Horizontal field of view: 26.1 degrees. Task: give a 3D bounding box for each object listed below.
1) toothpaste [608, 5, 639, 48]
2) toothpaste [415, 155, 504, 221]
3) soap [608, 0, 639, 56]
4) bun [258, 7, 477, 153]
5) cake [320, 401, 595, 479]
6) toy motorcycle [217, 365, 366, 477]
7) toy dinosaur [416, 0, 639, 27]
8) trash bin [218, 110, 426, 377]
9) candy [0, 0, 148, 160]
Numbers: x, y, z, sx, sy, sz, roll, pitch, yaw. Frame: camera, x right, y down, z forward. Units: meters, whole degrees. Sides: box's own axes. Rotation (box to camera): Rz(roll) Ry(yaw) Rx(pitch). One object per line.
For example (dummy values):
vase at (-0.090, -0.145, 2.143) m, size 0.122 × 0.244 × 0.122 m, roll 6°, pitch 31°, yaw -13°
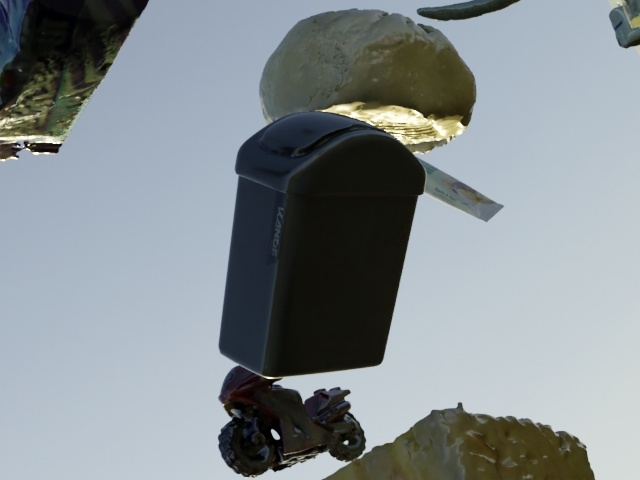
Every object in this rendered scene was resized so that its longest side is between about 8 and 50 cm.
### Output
toothpaste at (0.413, -0.253, 1.403) m, size 0.239 × 0.062 × 0.039 m, roll -18°, pitch -41°, yaw 10°
toothpaste at (0.134, -0.110, 2.150) m, size 0.058 × 0.314 × 0.056 m, roll -57°, pitch -18°, yaw -15°
soap at (0.512, -0.354, 2.064) m, size 0.087 × 0.160 × 0.265 m, roll -43°, pitch -61°, yaw -11°
bun at (0.050, -0.194, 1.655) m, size 0.259 × 0.259 × 0.152 m, roll 17°, pitch -108°, yaw -64°
cake at (0.099, 0.303, 1.159) m, size 0.227 × 0.222 × 0.286 m, roll 16°, pitch -43°, yaw -43°
toy motorcycle at (-0.038, 0.194, 1.509) m, size 0.082 × 0.122 × 0.213 m, roll -30°, pitch -21°, yaw 38°
toy dinosaur at (0.237, -0.263, 1.128) m, size 0.393 × 0.205 × 0.092 m, roll -29°, pitch -7°, yaw -9°
trash bin at (0.000, 0.000, 1.278) m, size 0.176 × 0.101 × 0.236 m, roll -1°, pitch -74°, yaw -44°
candy at (-0.226, -0.153, 1.114) m, size 0.145 × 0.070 × 0.275 m, roll -4°, pitch -37°, yaw -41°
